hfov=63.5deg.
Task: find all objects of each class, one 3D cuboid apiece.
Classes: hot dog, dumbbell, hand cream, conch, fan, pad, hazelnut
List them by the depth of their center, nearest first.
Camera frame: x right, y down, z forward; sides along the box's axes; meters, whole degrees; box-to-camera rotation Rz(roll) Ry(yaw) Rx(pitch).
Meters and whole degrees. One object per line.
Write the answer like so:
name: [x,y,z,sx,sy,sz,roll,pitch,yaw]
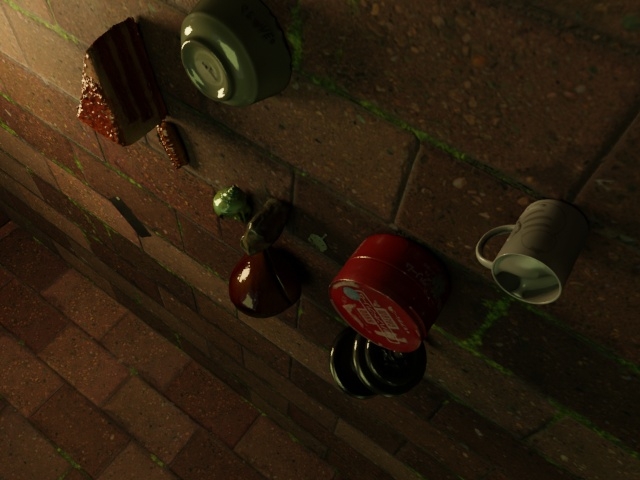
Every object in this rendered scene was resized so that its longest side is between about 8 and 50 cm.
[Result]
hand cream: [0.143,0.108,1.075,0.230,0.149,0.230,27,146,19]
fan: [0.000,0.000,1.239,0.056,0.004,0.083,43,149,-3]
dumbbell: [0.136,0.289,1.271,0.192,0.192,0.290,44,151,-4]
conch: [-0.224,-0.085,1.318,0.094,0.080,0.201,21,164,9]
hot dog: [-0.382,-0.243,1.329,0.062,0.038,0.144,23,145,29]
hazelnut: [-0.153,0.101,1.386,0.208,0.208,0.208,29,147,21]
pad: [-0.717,-0.086,1.947,0.116,0.004,0.193,-2,129,50]

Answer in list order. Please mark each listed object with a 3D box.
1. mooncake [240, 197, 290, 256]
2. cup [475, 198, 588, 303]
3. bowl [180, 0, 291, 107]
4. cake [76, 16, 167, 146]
mooncake: [-0.130,-0.029,1.230,0.073,0.125,0.130,35,153,2]
cup: [0.309,0.007,0.768,0.136,0.133,0.099,29,149,20]
bowl: [-0.167,-0.323,0.913,0.211,0.112,0.211,31,150,20]
cake: [-0.433,-0.334,1.157,0.159,0.158,0.262,41,149,-8]
